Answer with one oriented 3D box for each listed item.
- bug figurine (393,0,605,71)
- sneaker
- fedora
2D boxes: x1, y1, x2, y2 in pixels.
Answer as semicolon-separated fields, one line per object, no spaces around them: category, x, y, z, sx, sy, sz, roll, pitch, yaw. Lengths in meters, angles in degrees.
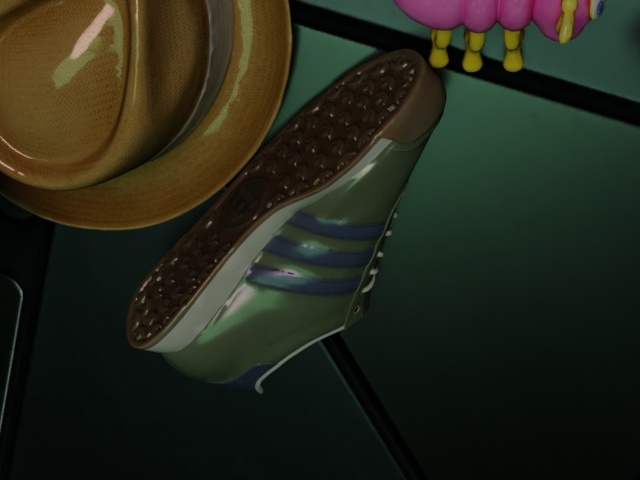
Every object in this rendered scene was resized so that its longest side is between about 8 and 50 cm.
bug figurine;0.129;-0.162;0.458;0.216;0.072;0.279;-2;112;10
sneaker;0.000;0.000;0.556;0.192;0.064;0.086;-44;125;10
fedora;-0.108;-0.084;0.524;0.194;0.079;0.194;3;112;7
